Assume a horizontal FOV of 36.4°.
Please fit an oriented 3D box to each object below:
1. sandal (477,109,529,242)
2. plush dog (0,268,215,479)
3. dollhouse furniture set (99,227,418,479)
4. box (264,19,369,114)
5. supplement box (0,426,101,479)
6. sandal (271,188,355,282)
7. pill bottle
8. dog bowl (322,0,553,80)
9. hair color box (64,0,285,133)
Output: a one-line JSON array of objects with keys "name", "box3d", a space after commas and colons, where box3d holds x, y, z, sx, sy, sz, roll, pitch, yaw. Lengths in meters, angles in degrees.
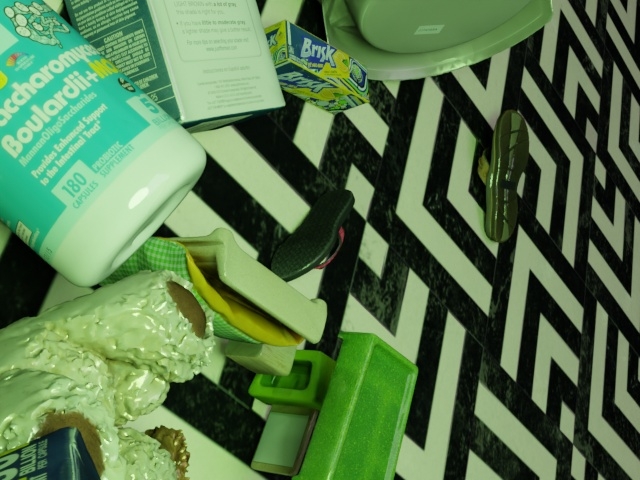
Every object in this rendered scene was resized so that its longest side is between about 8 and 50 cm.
[{"name": "sandal", "box3d": [0.288, -0.106, 1.580, 0.090, 0.060, 0.219, 9, 87, -47]}, {"name": "plush dog", "box3d": [-0.184, 0.173, 0.718, 0.262, 0.211, 0.225, -61, 137, -61]}, {"name": "dollhouse furniture set", "box3d": [-0.080, 0.123, 0.885, 0.301, 0.198, 0.151, 39, 60, -41]}, {"name": "box", "box3d": [-0.011, -0.209, 1.189, 0.169, 0.059, 0.054, 16, 64, -51]}, {"name": "supplement box", "box3d": [-0.243, 0.265, 0.445, 0.357, 0.194, 0.195, -23, 101, -12]}, {"name": "sandal", "box3d": [0.000, 0.000, 1.138, 0.179, 0.067, 0.040, -55, 135, -49]}, {"name": "pill bottle", "box3d": [-0.226, -0.099, 0.736, 0.264, 0.146, 0.146, 42, 42, -2]}, {"name": "dog bowl", "box3d": [0.159, -0.337, 1.242, 0.349, 0.349, 0.102, 10, 59, -53]}, {"name": "hair color box", "box3d": [-0.166, -0.277, 0.956, 0.174, 0.105, 0.347, -21, 97, -57]}]
